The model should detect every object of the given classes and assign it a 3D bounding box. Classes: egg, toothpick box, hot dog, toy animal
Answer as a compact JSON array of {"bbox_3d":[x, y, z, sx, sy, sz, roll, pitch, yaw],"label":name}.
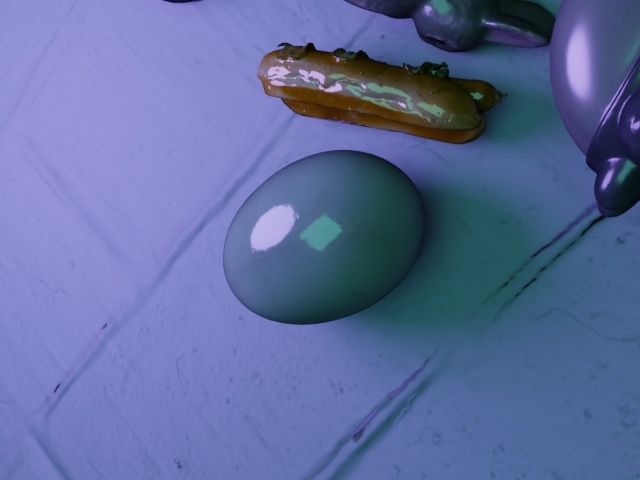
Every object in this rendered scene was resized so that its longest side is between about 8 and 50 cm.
[{"bbox_3d":[0.000,0.000,0.760,0.231,0.168,0.167,-28,81,29],"label":"egg"},{"bbox_3d":[0.276,-0.116,0.531,0.229,0.316,0.228,3,96,27],"label":"toothpick box"},{"bbox_3d":[0.055,-0.153,0.756,0.270,0.109,0.072,14,91,22],"label":"hot dog"},{"bbox_3d":[0.106,-0.240,0.726,0.236,0.138,0.108,44,142,3],"label":"toy animal"}]

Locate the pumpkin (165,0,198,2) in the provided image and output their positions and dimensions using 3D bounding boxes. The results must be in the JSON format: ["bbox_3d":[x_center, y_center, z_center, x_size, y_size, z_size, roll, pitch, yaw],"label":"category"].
[{"bbox_3d":[-0.183,-0.416,0.810,0.293,0.197,0.263,-38,79,26],"label":"pumpkin"}]
